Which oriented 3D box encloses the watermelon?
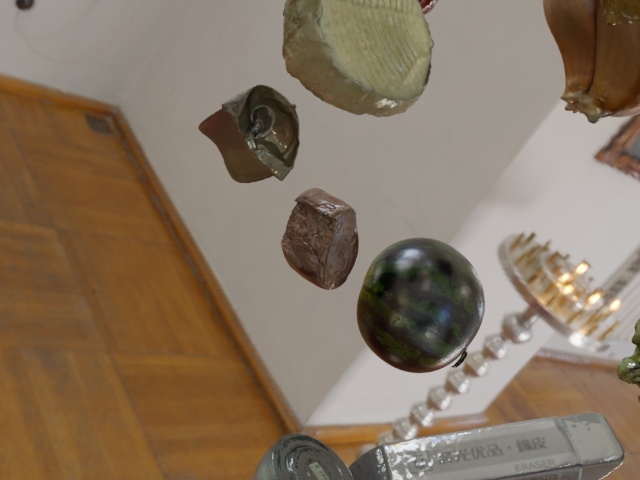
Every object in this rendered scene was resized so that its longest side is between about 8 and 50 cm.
[{"bbox_3d":[0.194,0.123,1.563,0.269,0.269,0.269,29,25,-15],"label":"watermelon"}]

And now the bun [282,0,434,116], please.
[{"bbox_3d":[0.041,-0.302,1.212,0.259,0.152,0.259,10,73,-35],"label":"bun"}]

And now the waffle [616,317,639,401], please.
[{"bbox_3d":[0.382,0.114,0.759,0.214,0.208,0.054,45,-18,-10],"label":"waffle"}]

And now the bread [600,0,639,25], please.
[{"bbox_3d":[0.466,-0.411,1.134,0.138,0.196,0.102,3,31,23],"label":"bread"}]

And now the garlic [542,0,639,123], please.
[{"bbox_3d":[0.507,-0.370,1.413,0.250,0.313,0.286,-2,21,16],"label":"garlic"}]

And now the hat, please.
[{"bbox_3d":[-0.120,-0.194,1.424,0.166,0.144,0.173,55,-11,-22],"label":"hat"}]

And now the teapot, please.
[{"bbox_3d":[-0.016,0.285,0.860,0.149,0.108,0.111,29,29,-22],"label":"teapot"}]

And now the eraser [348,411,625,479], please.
[{"bbox_3d":[0.202,0.289,1.026,0.352,0.061,0.089,-9,37,-3],"label":"eraser"}]

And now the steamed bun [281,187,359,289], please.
[{"bbox_3d":[0.000,0.000,1.473,0.106,0.175,0.145,-5,28,-31],"label":"steamed bun"}]

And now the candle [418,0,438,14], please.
[{"bbox_3d":[0.134,-0.422,1.688,0.051,0.329,0.048,45,38,-9],"label":"candle"}]
